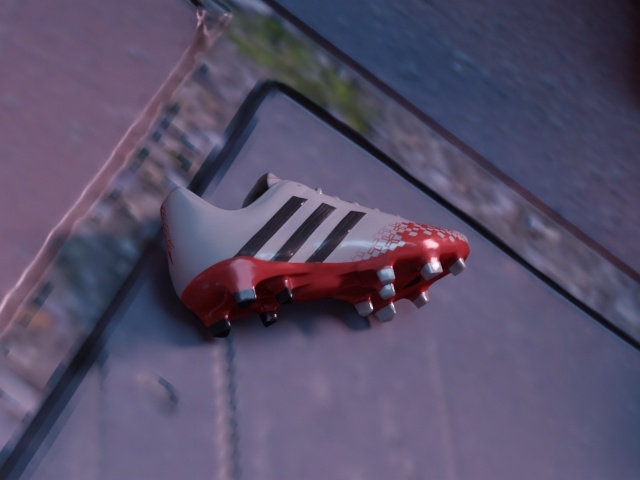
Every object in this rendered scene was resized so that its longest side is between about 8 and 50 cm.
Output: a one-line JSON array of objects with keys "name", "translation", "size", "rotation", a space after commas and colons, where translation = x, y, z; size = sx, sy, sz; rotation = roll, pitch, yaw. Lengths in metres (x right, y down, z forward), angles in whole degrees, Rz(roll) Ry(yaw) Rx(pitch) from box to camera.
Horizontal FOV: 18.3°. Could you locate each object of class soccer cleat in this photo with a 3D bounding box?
[{"name": "soccer cleat", "translation": [0.000, 0.000, 0.455], "size": [0.083, 0.029, 0.035], "rotation": [-7, 62, -38]}]
